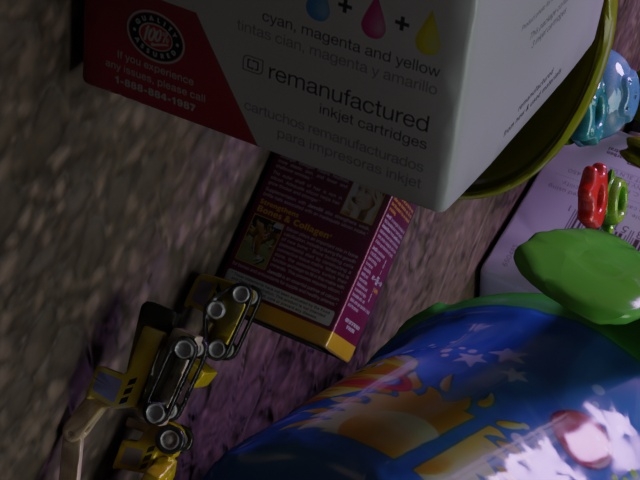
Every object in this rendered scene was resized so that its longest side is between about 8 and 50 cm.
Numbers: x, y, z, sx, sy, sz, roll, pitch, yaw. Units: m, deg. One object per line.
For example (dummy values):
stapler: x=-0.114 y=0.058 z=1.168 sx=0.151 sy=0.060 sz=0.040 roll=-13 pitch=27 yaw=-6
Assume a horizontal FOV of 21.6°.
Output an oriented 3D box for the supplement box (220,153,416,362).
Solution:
supplement box: x=0.000 y=0.000 z=0.684 sx=0.083 sy=0.055 sz=0.043 roll=-65 pitch=162 yaw=-5

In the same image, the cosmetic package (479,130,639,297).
cosmetic package: x=0.202 y=0.048 z=1.119 sx=0.151 sy=0.151 sz=0.183 roll=-56 pitch=158 yaw=-31

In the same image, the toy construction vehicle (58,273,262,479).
toy construction vehicle: x=-0.062 y=0.055 z=0.622 sx=0.086 sy=0.035 sz=0.098 roll=12 pitch=102 yaw=-81

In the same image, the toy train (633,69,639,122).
toy train: x=0.262 y=-0.085 z=1.189 sx=0.105 sy=0.143 sz=0.248 roll=-29 pitch=127 yaw=-2

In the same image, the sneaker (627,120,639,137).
sneaker: x=0.265 y=-0.089 z=1.318 sx=0.083 sy=0.031 sz=0.035 roll=-10 pitch=120 yaw=-67

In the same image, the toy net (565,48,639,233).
toy net: x=0.136 y=-0.076 z=0.955 sx=0.232 sy=0.045 sz=0.122 roll=22 pitch=77 yaw=-65

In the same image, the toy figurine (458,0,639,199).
toy figurine: x=0.132 y=-0.207 z=0.627 sx=0.217 sy=0.191 sz=0.362 roll=-85 pitch=-172 yaw=-57

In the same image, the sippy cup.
sippy cup: x=0.052 y=0.151 z=0.764 sx=0.224 sy=0.240 sz=0.305 roll=-10 pitch=95 yaw=-56

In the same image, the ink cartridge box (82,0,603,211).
ink cartridge box: x=0.017 y=-0.127 z=0.483 sx=0.127 sy=0.128 sz=0.176 roll=-45 pitch=149 yaw=-48
